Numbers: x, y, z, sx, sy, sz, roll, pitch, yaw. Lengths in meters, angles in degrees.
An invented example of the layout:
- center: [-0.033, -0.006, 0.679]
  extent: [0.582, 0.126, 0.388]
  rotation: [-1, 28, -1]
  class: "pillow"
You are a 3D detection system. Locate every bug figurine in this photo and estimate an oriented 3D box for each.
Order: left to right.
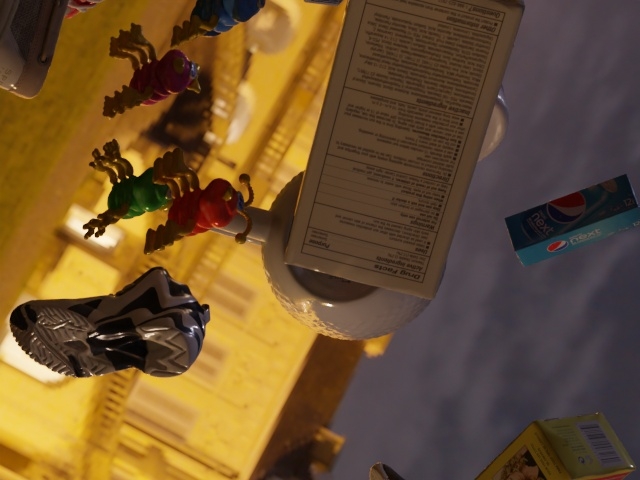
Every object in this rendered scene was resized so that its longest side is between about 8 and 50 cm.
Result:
- center: [-0.126, -0.109, 1.215]
  extent: [0.216, 0.072, 0.279]
  rotation: [-13, -114, 49]
  class: "bug figurine"

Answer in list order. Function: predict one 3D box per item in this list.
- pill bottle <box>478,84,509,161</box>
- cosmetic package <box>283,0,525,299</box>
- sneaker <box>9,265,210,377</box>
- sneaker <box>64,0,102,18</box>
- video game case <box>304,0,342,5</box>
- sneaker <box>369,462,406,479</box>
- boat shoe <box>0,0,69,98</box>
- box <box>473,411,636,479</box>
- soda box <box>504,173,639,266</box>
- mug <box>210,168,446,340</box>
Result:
- center: [0.158, -0.257, 1.889]
  extent: [0.169, 0.169, 0.302]
  rotation: [-50, -147, 40]
  class: "pill bottle"
- center: [0.077, -0.115, 1.303]
  extent: [0.113, 0.160, 0.309]
  rotation: [-81, -174, -64]
  class: "cosmetic package"
- center: [-0.239, 0.092, 1.614]
  extent: [0.153, 0.235, 0.094]
  rotation: [-54, 140, -65]
  class: "sneaker"
- center: [-0.309, -0.343, 1.773]
  extent: [0.314, 0.116, 0.136]
  rotation: [12, -101, 48]
  class: "sneaker"
- center: [0.038, -0.413, 2.111]
  extent: [0.122, 0.011, 0.087]
  rotation: [-41, 160, 33]
  class: "video game case"
- center: [0.120, 0.309, 1.524]
  extent: [0.065, 0.158, 0.061]
  rotation: [-29, 155, -29]
  class: "sneaker"
- center: [-0.259, -0.283, 1.292]
  extent: [0.109, 0.098, 0.302]
  rotation: [-5, -118, 54]
  class: "boat shoe"
- center: [0.144, 0.229, 1.080]
  extent: [0.232, 0.087, 0.058]
  rotation: [-52, -127, 33]
  class: "box"
- center: [0.412, -0.032, 2.184]
  extent: [0.210, 0.071, 0.067]
  rotation: [-21, -119, 13]
  class: "soda box"
- center: [0.000, 0.000, 1.987]
  extent: [0.328, 0.374, 0.276]
  rotation: [19, 85, -83]
  class: "mug"
